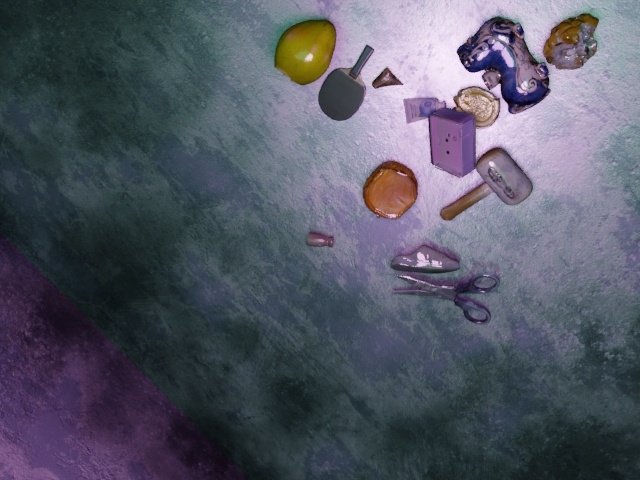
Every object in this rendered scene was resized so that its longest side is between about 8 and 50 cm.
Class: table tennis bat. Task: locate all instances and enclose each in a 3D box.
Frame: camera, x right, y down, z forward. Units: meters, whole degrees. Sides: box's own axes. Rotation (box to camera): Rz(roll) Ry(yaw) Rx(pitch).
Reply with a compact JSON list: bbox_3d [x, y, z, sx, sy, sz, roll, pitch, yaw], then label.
[{"bbox_3d":[0.096,-0.538,1.644,0.154,0.021,0.274,36,120,0],"label":"table tennis bat"}]

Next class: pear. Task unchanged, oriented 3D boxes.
[{"bbox_3d":[-0.043,-0.624,1.570,0.187,0.187,0.220,37,104,0],"label":"pear"}]

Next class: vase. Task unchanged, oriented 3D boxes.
[{"bbox_3d":[0.000,0.000,1.881,0.100,0.053,0.053,8,114,9],"label":"vase"}]

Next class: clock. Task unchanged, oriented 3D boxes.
[{"bbox_3d":[0.425,-0.314,1.542,0.144,0.073,0.193,36,149,46],"label":"clock"}]

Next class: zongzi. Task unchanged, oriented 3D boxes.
[{"bbox_3d":[0.223,-0.523,1.607,0.083,0.040,0.076,36,126,-20],"label":"zongzi"}]

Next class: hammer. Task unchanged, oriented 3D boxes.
[{"bbox_3d":[0.537,-0.156,1.626,0.305,0.113,0.202,-39,94,32],"label":"hammer"}]

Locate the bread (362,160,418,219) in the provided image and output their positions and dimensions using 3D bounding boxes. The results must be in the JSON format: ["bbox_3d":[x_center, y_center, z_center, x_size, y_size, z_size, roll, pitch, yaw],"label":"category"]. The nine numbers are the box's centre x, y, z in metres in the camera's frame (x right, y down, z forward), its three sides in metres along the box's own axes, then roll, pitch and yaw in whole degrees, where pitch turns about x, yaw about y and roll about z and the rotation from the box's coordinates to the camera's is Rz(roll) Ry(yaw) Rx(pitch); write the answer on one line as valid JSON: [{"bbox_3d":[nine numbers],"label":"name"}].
[{"bbox_3d":[0.249,-0.181,1.701,0.199,0.104,0.199,7,118,13],"label":"bread"}]

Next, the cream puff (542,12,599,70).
[{"bbox_3d":[0.726,-0.577,1.386,0.121,0.156,0.156,33,128,51],"label":"cream puff"}]

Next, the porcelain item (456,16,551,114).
[{"bbox_3d":[0.551,-0.516,1.440,0.186,0.138,0.288,-32,97,20],"label":"porcelain item"}]

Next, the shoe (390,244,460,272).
[{"bbox_3d":[0.386,0.068,1.773,0.250,0.103,0.100,2,77,5],"label":"shoe"}]

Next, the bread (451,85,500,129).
[{"bbox_3d":[0.498,-0.428,1.541,0.156,0.064,0.118,32,113,3],"label":"bread"}]

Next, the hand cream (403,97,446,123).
[{"bbox_3d":[0.346,-0.437,1.596,0.142,0.053,0.084,-1,112,28],"label":"hand cream"}]

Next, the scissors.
[{"bbox_3d":[0.460,0.199,1.810,0.383,0.029,0.256,7,130,16],"label":"scissors"}]
